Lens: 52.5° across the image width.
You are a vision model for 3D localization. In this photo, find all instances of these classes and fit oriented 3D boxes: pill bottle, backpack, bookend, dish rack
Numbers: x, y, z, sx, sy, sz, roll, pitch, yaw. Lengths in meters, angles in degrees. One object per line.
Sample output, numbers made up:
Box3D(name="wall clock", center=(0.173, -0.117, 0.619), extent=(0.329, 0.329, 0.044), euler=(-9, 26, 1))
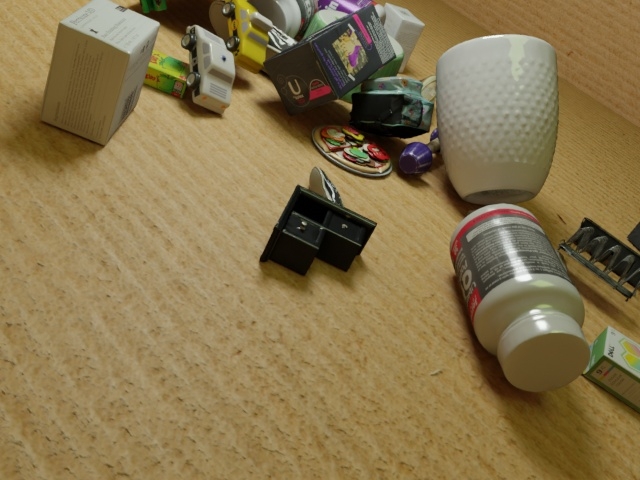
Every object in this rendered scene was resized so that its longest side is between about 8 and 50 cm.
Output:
Box3D(name="pill bottle", center=(0.332, 0.091, 1.093), extent=(0.176, 0.176, 0.318), euler=(18, 33, -15))
Box3D(name="backpack", center=(0.180, -0.315, 1.560), extent=(0.166, 0.144, 0.188), euler=(7, -3, 43))
Box3D(name="bookend", center=(0.000, 0.000, 1.078), extent=(0.156, 0.072, 0.157), euler=(26, 32, -2))
Box3D(name="pill bottle", center=(-0.117, -0.638, 1.826), extent=(0.161, 0.161, 0.283), euler=(27, 32, 0))
Box3D(name="dish rack", center=(0.646, 0.041, 1.465), extent=(0.208, 0.074, 0.271), euler=(40, 22, 22))
Box3D(name="pill bottle", center=(0.029, -0.708, 2.016), extent=(0.323, 0.181, 0.181), euler=(31, 32, 7))

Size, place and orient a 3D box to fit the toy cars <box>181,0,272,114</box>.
Box3D(name="toy cars", center=(-0.190, -0.431, 1.431), extent=(0.176, 0.087, 0.394), euler=(53, 36, -22))

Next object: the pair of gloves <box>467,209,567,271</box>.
Box3D(name="pair of gloves", center=(0.424, 0.023, 1.388), extent=(0.240, 0.042, 0.204), euler=(27, 32, -1))

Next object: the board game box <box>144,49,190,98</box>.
Box3D(name="board game box", center=(-0.363, -0.366, 1.364), extent=(0.181, 0.043, 0.092), euler=(20, 33, -12))

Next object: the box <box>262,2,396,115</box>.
Box3D(name="box", center=(0.027, -0.421, 1.514), extent=(0.270, 0.165, 0.143), euler=(-43, 114, -39))

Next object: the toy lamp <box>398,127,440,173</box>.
Box3D(name="toy lamp", center=(0.259, -0.219, 1.579), extent=(0.080, 0.080, 0.274), euler=(34, 33, 11))

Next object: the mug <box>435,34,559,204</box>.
Box3D(name="mug", center=(0.420, -0.249, 1.541), extent=(0.276, 0.328, 0.374), euler=(-2, -11, 16))

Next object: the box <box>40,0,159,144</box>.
Box3D(name="box", center=(-0.377, -0.294, 1.118), extent=(0.119, 0.182, 0.181), euler=(21, 32, -10))

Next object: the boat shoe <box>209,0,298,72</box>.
Box3D(name="boat shoe", center=(-0.137, -0.494, 1.649), extent=(0.335, 0.112, 0.095), euler=(40, 42, 9))

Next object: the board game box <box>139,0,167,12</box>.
Box3D(name="board game box", center=(-0.237, -0.688, 1.729), extent=(0.390, 0.050, 0.390), euler=(-3, 28, 16))

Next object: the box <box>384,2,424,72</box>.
Box3D(name="box", center=(0.238, -0.653, 2.099), extent=(0.091, 0.170, 0.130), euler=(4, 39, -30))

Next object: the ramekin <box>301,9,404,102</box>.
Box3D(name="ramekin", center=(0.084, -0.514, 1.807), extent=(0.303, 0.148, 0.303), euler=(19, 33, -13))

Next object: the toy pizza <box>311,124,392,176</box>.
Box3D(name="toy pizza", center=(0.076, -0.213, 1.478), extent=(0.201, 0.032, 0.201), euler=(19, 33, -13))

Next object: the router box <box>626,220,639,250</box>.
Box3D(name="router box", center=(0.995, 0.073, 1.697), extent=(0.243, 0.081, 0.309), euler=(8, 37, -29))

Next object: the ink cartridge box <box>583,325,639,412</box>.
Box3D(name="ink cartridge box", center=(0.537, 0.224, 1.161), extent=(0.209, 0.062, 0.109), euler=(34, 33, 12))

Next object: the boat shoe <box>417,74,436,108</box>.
Box3D(name="boat shoe", center=(0.273, -0.396, 1.838), extent=(0.302, 0.109, 0.098), euler=(-43, 113, -57))

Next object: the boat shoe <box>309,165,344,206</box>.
Box3D(name="boat shoe", center=(0.013, -0.094, 1.247), extent=(0.038, 0.046, 0.125), euler=(6, 41, -31))
